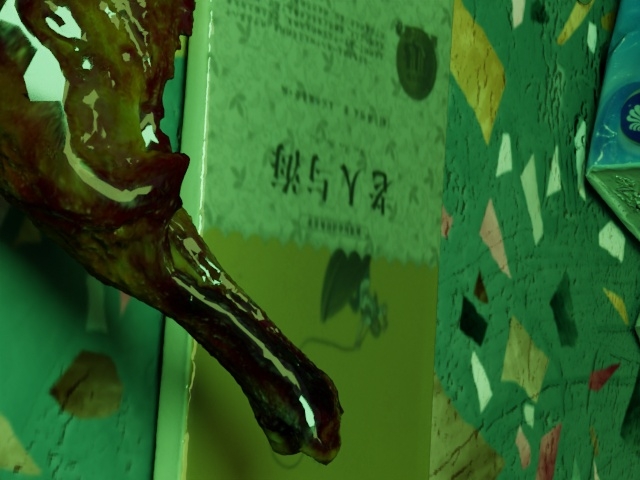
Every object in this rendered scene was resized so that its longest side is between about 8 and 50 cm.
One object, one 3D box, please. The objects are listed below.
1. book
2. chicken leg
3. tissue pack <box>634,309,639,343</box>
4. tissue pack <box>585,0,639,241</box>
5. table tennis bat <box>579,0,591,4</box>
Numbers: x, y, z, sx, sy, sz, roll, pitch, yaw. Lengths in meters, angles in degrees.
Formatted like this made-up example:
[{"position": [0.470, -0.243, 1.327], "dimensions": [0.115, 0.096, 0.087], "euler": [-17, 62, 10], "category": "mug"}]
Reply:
[{"position": [0.000, 0.000, 0.951], "dimensions": [0.269, 0.032, 0.389], "euler": [9, 82, -53], "category": "book"}, {"position": [-0.097, -0.065, 0.735], "dimensions": [0.158, 0.096, 0.407], "euler": [-26, 100, -33], "category": "chicken leg"}, {"position": [0.407, 0.041, 1.427], "dimensions": [0.159, 0.145, 0.229], "euler": [57, 47, -38], "category": "tissue pack"}, {"position": [0.339, -0.137, 1.328], "dimensions": [0.198, 0.146, 0.263], "euler": [39, 57, -49], "category": "tissue pack"}, {"position": [0.248, -0.261, 1.317], "dimensions": [0.087, 0.013, 0.156], "euler": [58, 45, -40], "category": "table tennis bat"}]
